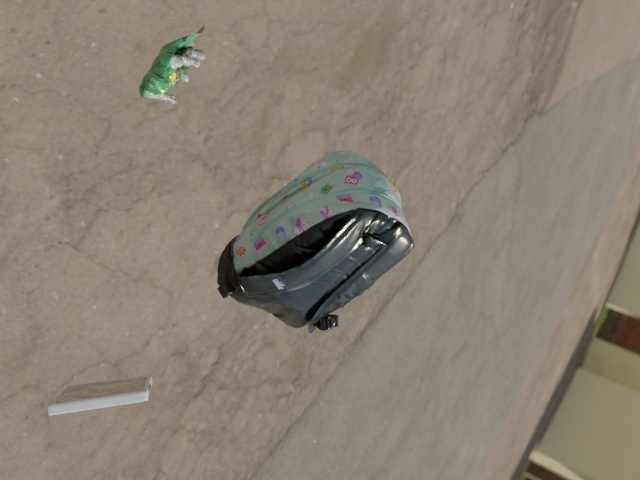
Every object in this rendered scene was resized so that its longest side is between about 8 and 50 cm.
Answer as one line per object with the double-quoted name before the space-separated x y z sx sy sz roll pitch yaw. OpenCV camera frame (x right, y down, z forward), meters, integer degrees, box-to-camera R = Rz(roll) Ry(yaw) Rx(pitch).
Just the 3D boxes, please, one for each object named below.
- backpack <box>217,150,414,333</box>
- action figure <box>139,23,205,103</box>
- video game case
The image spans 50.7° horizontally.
"backpack" 0.000 0.000 0.678 0.182 0.115 0.152 -37 139 27
"action figure" -0.230 -0.259 1.038 0.137 0.064 0.232 -50 -167 19
"video game case" -0.213 0.150 0.666 0.122 0.087 0.011 160 -77 -77
